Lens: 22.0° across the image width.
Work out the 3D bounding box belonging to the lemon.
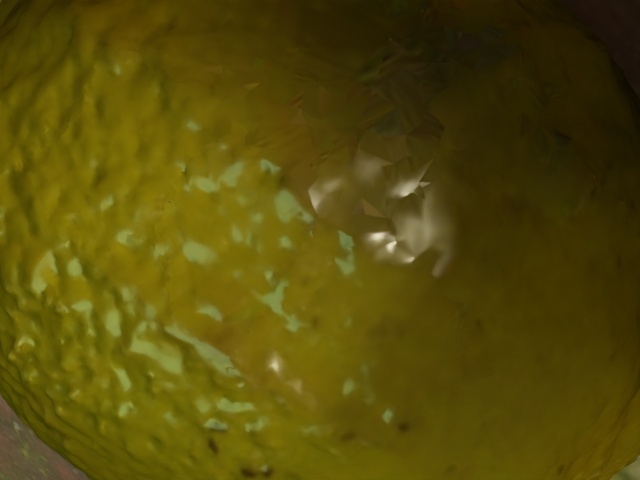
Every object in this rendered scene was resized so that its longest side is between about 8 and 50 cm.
[{"bbox_3d":[0.000,0.000,0.646,0.322,0.268,0.268,31,140,9],"label":"lemon"}]
